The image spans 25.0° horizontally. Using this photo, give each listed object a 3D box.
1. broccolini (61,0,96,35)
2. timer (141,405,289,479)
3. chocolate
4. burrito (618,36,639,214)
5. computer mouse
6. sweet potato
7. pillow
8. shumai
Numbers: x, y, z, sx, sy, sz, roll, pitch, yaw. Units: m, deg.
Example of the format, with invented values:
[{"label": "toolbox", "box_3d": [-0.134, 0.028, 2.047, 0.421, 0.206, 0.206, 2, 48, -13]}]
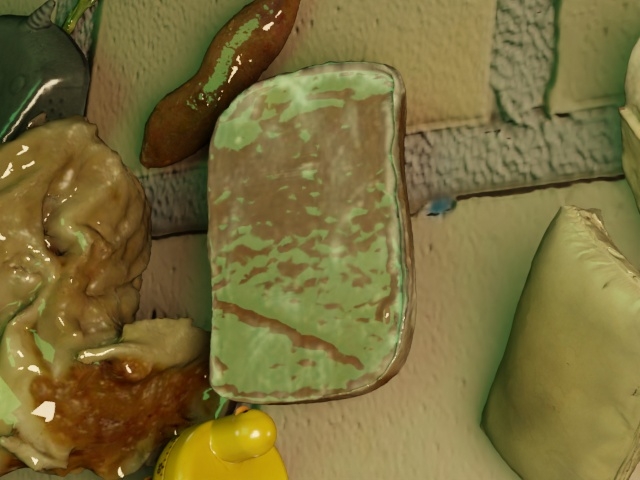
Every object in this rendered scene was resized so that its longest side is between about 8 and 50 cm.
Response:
[{"label": "broccolini", "box_3d": [-0.226, -0.231, 1.375, 0.140, 0.030, 0.035, -54, 41, 16]}, {"label": "timer", "box_3d": [-0.065, 0.178, 1.040, 0.109, 0.107, 0.107, -22, 61, 45]}, {"label": "chocolate", "box_3d": [0.002, 0.000, 1.071, 0.157, 0.080, 0.253, -9, 70, 21]}, {"label": "burrito", "box_3d": [0.253, 0.012, 0.832, 0.105, 0.143, 0.299, -13, 68, 1]}, {"label": "computer mouse", "box_3d": [-0.327, -0.053, 1.330, 0.188, 0.122, 0.371, 31, 88, 40]}, {"label": "sweet potato", "box_3d": [-0.079, -0.136, 1.202, 0.218, 0.051, 0.065, -47, 49, 17]}, {"label": "pillow", "box_3d": [0.156, 0.086, 0.880, 0.119, 0.053, 0.208, 43, 139, 34]}, {"label": "shumai", "box_3d": [-0.203, 0.090, 1.167, 0.262, 0.267, 0.314, 47, 138, 9]}]
